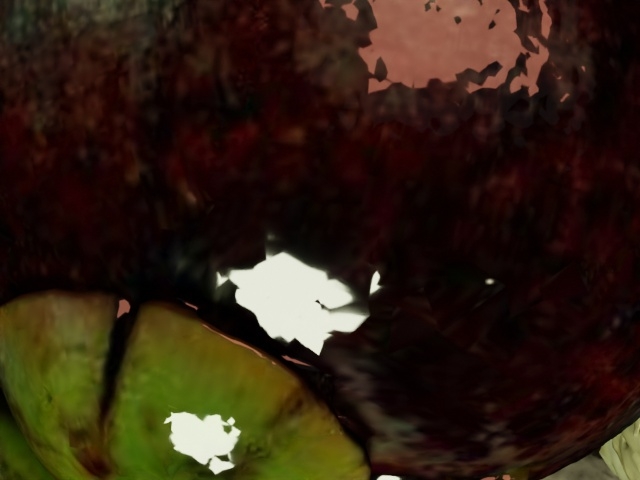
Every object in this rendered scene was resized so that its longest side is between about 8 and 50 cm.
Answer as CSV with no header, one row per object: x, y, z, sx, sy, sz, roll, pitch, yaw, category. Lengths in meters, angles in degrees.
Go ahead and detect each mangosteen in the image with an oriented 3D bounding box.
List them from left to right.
0.005,-0.014,0.564,0.300,0.300,0.300,15,55,-23,mangosteen

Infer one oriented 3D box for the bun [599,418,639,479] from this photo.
0.199,0.057,0.723,0.259,0.152,0.259,27,49,-37,bun
